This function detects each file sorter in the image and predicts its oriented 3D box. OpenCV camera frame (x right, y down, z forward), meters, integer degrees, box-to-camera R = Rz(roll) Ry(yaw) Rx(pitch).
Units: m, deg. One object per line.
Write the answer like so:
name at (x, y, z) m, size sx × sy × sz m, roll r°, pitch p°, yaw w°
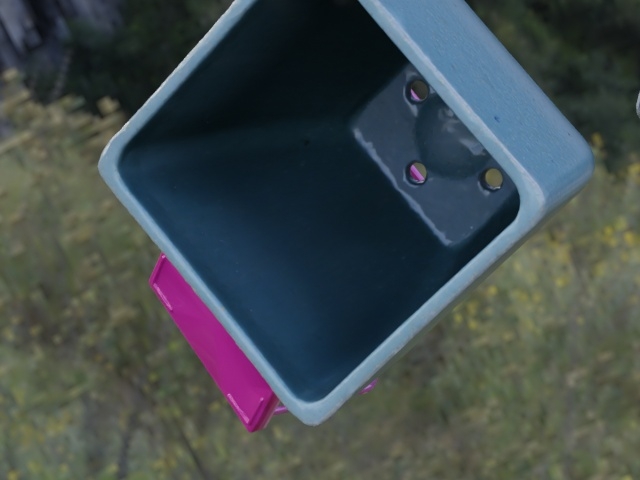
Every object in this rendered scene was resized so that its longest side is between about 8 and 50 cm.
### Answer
file sorter at (0.000, 0.000, 1.877) m, size 0.182 × 0.291 × 0.202 m, roll -12°, pitch 53°, yaw -38°

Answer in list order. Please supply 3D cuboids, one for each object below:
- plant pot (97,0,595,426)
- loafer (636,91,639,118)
plant pot at (0.049, -0.058, 1.404) m, size 0.247 × 0.248 × 0.252 m, roll -45°, pitch -12°, yaw 27°
loafer at (0.382, -0.065, 1.450) m, size 0.319 × 0.112 × 0.111 m, roll 14°, pitch 19°, yaw -23°
